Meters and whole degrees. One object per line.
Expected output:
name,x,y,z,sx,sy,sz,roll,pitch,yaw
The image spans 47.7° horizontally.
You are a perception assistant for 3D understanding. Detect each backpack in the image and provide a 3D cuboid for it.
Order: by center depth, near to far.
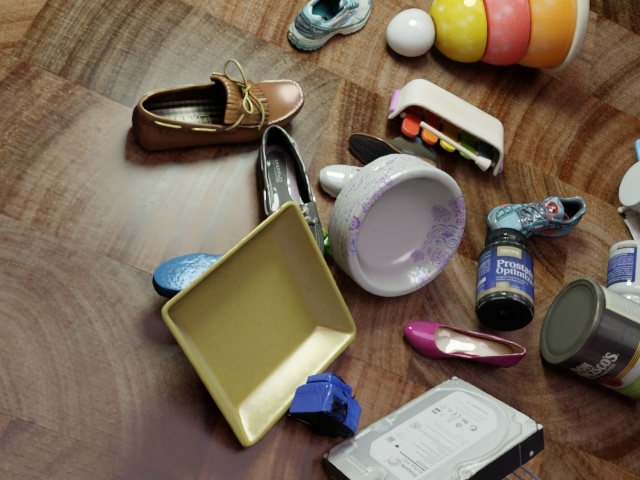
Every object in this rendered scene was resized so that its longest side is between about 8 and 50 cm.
backpack,0.021,0.310,1.347,0.120,0.098,0.101,45,53,-33

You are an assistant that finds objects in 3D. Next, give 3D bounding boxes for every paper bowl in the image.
paper bowl,0.145,-0.039,1.492,0.284,0.284,0.148,-13,31,-25

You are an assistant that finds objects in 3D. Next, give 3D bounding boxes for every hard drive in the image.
hard drive,0.205,0.385,1.323,0.339,0.237,0.064,-24,116,-26

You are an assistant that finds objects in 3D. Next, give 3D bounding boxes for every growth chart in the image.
growth chart,0.864,-0.002,1.869,0.172,0.021,0.237,-5,68,-23

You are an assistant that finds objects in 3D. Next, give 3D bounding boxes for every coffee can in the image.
coffee can,0.654,0.226,1.576,0.275,0.201,0.201,24,60,-9

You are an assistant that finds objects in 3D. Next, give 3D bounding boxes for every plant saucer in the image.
plant saucer,-0.114,0.147,1.327,0.333,0.081,0.333,-43,121,-32

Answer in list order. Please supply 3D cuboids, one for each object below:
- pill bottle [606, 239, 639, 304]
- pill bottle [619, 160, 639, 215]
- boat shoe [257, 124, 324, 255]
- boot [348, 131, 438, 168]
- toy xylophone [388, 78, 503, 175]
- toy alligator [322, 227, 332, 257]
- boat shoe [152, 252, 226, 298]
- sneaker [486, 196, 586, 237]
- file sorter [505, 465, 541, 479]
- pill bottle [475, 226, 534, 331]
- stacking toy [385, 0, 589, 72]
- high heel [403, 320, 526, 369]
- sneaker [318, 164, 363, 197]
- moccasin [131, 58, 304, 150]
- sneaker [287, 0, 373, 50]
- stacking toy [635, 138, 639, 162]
pill bottle,0.739,0.104,1.719,0.112,0.112,0.186,23,61,-9
pill bottle,0.917,-0.092,1.822,0.301,0.169,0.169,20,61,-12
boat shoe,-0.071,-0.092,1.478,0.112,0.095,0.335,-13,57,-5
boot,0.174,-0.207,1.691,0.219,0.082,0.106,25,35,1
toy xylophone,0.309,-0.262,1.717,0.323,0.081,0.236,32,41,-2
toy alligator,0.000,0.000,1.524,0.190,0.051,0.056,36,59,-2
boat shoe,-0.194,0.083,1.385,0.258,0.089,0.109,-2,53,-26
sneaker,0.512,-0.065,1.704,0.262,0.125,0.104,-10,70,-24
file sorter,0.335,0.495,1.351,0.104,0.170,0.118,37,59,3
pill bottle,0.405,0.080,1.588,0.123,0.123,0.219,23,47,-10
stacking toy,0.395,-0.572,1.838,0.480,0.350,0.350,-11,70,-7
high heel,0.298,0.210,1.499,0.244,0.117,0.082,25,60,-8
sneaker,0.113,-0.129,1.604,0.235,0.095,0.090,12,64,-13
moccasin,-0.206,-0.289,1.526,0.380,0.147,0.139,-8,69,-24
sneaker,0.048,-0.566,1.767,0.110,0.122,0.283,45,59,3
stacking toy,0.985,-0.250,1.866,0.175,0.302,0.165,4,65,-20
